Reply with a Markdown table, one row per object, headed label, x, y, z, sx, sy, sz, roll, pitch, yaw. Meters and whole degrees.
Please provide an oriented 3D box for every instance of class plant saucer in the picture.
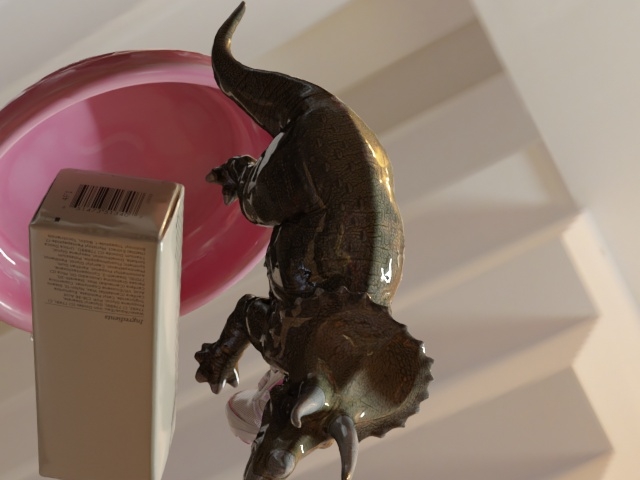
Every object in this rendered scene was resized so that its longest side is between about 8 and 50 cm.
| label | x | y | z | sx | sy | sz | roll | pitch | yaw |
| --- | --- | --- | --- | --- | --- | --- | --- | --- | --- |
| plant saucer | -0.182 | -0.050 | 1.235 | 0.332 | 0.084 | 0.332 | -16 | 139 | -14 |

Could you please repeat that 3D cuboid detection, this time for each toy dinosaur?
| label | x | y | z | sx | sy | sz | roll | pitch | yaw |
| --- | --- | --- | --- | --- | --- | --- | --- | --- | --- |
| toy dinosaur | 0.000 | 0.000 | 0.761 | 0.121 | 0.313 | 0.160 | 15 | 154 | -29 |

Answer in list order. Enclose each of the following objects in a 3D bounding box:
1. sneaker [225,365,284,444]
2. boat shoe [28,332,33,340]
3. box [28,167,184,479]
| label | x | y | z | sx | sy | sz | roll | pitch | yaw |
| --- | --- | --- | --- | --- | --- | --- | --- | --- | --- |
| sneaker | -0.011 | 0.152 | 1.464 | 0.252 | 0.111 | 0.103 | -17 | -171 | 38 |
| boat shoe | -0.325 | 0.119 | 1.728 | 0.100 | 0.035 | 0.035 | 6 | 137 | -12 |
| box | -0.180 | 0.081 | 1.145 | 0.113 | 0.275 | 0.094 | 9 | -145 | 2 |
